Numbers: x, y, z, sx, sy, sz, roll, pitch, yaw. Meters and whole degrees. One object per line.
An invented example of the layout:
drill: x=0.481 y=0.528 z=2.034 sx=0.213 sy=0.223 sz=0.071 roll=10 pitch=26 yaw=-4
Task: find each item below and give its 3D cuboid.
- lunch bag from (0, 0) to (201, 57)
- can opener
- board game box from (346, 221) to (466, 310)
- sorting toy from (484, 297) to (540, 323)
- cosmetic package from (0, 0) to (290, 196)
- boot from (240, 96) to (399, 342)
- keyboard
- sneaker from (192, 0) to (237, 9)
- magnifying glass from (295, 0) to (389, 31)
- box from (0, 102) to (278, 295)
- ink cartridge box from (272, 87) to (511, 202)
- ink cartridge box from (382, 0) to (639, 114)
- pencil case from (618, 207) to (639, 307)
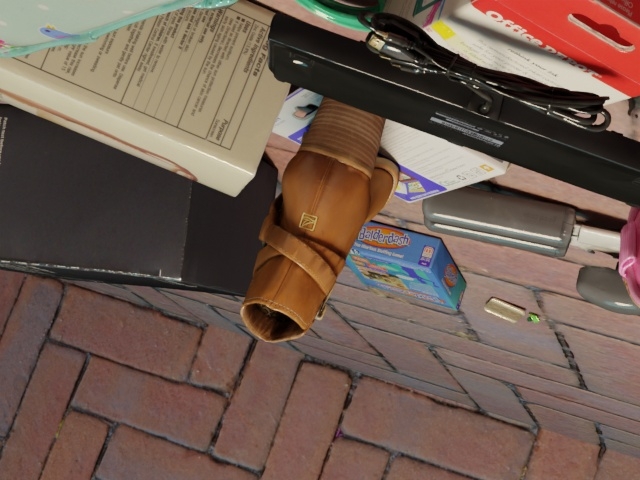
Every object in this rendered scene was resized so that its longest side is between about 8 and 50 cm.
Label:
lunch bag: x=-0.126 y=-0.221 z=0.578 sx=0.279 sy=0.224 sz=0.108 roll=-2 pitch=159 yaw=45
can opener: x=0.245 y=0.011 z=1.207 sx=0.283 sy=0.095 sz=0.076 roll=12 pitch=165 yaw=11
board game box: x=0.113 y=0.033 z=1.607 sx=0.160 sy=0.047 sz=0.210 roll=15 pitch=165 yaw=21
sorting toy: x=0.297 y=0.111 z=1.722 sx=0.083 sy=0.012 sz=0.062 roll=23 pitch=162 yaw=4
cosmetic package: x=-0.178 y=-0.169 z=1.010 sx=0.296 sy=0.153 sz=0.129 roll=24 pitch=168 yaw=-8
boot: x=0.000 y=0.000 z=1.064 sx=0.109 sy=0.220 sz=0.283 roll=21 pitch=165 yaw=0
keyboard: x=0.113 y=-0.096 z=0.777 sx=0.317 sy=0.033 sz=0.201 roll=19 pitch=175 yaw=-1
sneaker: x=-0.113 y=-0.223 z=0.870 sx=0.166 sy=0.065 sz=0.076 roll=33 pitch=-164 yaw=29
magnifying glass: x=-0.036 y=-0.224 z=0.842 sx=0.231 sy=0.026 sz=0.092 roll=30 pitch=164 yaw=-28
box: x=-0.245 y=-0.039 z=1.328 sx=0.312 sy=0.179 sz=0.343 roll=6 pitch=175 yaw=12
ink cartridge box: x=0.057 y=-0.111 z=1.116 sx=0.208 sy=0.045 sz=0.206 roll=25 pitch=165 yaw=-18
ink cartridge box: x=0.144 y=-0.149 z=0.756 sx=0.134 sy=0.078 sz=0.231 roll=25 pitch=167 yaw=-20
pencil case: x=0.425 y=0.062 z=1.025 sx=0.386 sy=0.167 sz=0.160 roll=32 pitch=-165 yaw=-41
